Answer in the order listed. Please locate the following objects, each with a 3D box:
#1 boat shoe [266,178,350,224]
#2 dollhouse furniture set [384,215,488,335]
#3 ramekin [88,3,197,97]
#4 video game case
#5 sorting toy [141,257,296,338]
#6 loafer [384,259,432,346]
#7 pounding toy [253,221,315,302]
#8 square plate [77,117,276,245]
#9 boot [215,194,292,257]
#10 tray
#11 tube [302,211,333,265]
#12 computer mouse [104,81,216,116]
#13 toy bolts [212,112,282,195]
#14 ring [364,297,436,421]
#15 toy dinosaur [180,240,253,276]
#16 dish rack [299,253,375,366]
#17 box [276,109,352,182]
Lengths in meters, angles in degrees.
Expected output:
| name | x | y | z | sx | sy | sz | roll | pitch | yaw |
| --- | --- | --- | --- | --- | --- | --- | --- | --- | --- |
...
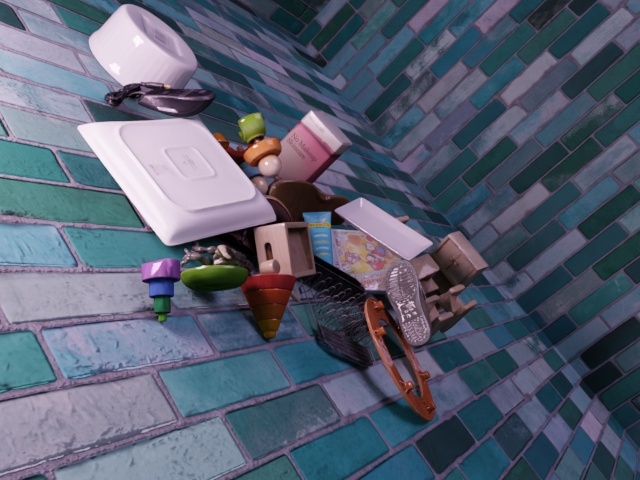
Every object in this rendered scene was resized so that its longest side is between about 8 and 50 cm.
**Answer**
| name | x | y | z | sx | sy | sz | roll | pitch | yaw |
| --- | --- | --- | --- | --- | --- | --- | --- | --- | --- |
| boat shoe | -0.054 | -0.120 | 1.910 | 0.123 | 0.123 | 0.342 | 24 | 11 | 37 |
| dollhouse furniture set | 0.307 | 0.136 | 2.063 | 0.394 | 0.256 | 0.362 | -14 | 60 | -44 |
| ramekin | -0.467 | -0.505 | 1.750 | 0.277 | 0.135 | 0.277 | 40 | 21 | -19 |
| video game case | 0.126 | 0.058 | 1.814 | 0.227 | 0.026 | 0.206 | 3 | 52 | -22 |
| sorting toy | -0.181 | 0.120 | 1.225 | 0.366 | 0.127 | 0.126 | 14 | 67 | -52 |
| loafer | 0.238 | 0.173 | 1.729 | 0.087 | 0.095 | 0.251 | 47 | 29 | -57 |
| pounding toy | -0.098 | 0.055 | 1.470 | 0.206 | 0.094 | 0.180 | -6 | 87 | -65 |
| square plate | -0.296 | -0.154 | 1.424 | 0.347 | 0.049 | 0.344 | 50 | 33 | 16 |
| boot | -0.164 | -0.033 | 1.570 | 0.248 | 0.090 | 0.206 | 34 | 35 | -35 |
| tray | 0.179 | -0.030 | 1.868 | 0.270 | 0.030 | 0.145 | 35 | 38 | 23 |
| tube | 0.000 | 0.000 | 1.776 | 0.080 | 0.052 | 0.207 | 1 | 50 | -10 |
| computer mouse | -0.376 | -0.344 | 1.586 | 0.262 | 0.060 | 0.184 | 2 | 24 | 3 |
| toy bolts | -0.207 | -0.195 | 1.696 | 0.228 | 0.218 | 0.158 | 109 | -44 | -77 |
| ring | 0.208 | 0.289 | 1.619 | 0.336 | 0.032 | 0.336 | 54 | 15 | -22 |
| toy dinosaur | -0.204 | 0.034 | 1.272 | 0.118 | 0.064 | 0.268 | 8 | -9 | 5 |
| dish rack | 0.051 | 0.176 | 1.575 | 0.208 | 0.074 | 0.271 | 30 | 26 | -36 |
| box | -0.042 | -0.273 | 2.014 | 0.148 | 0.232 | 0.127 | 48 | 19 | 5 |
